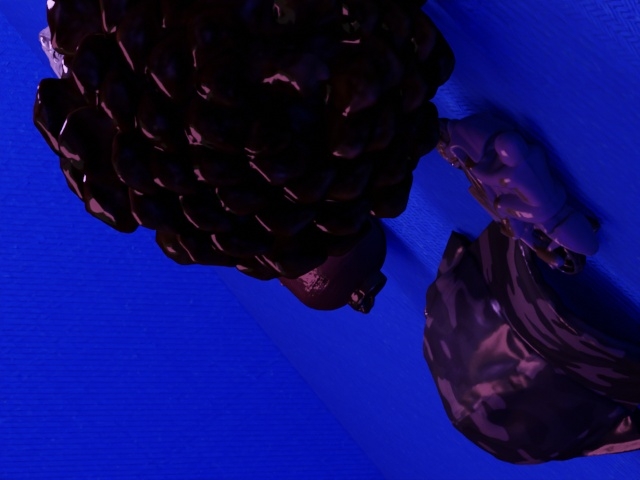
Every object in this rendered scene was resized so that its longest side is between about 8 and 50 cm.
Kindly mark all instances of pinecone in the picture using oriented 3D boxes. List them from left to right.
[{"bbox_3d":[-0.087,-0.166,1.401,0.398,0.398,0.397,44,168,12],"label":"pinecone"}]

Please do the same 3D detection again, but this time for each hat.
[{"bbox_3d":[0.241,0.148,1.752,0.366,0.257,0.382,42,-173,11],"label":"hat"}]

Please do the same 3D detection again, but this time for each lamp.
[{"bbox_3d":[0.000,0.000,2.177,0.258,0.180,0.180,43,168,11],"label":"lamp"}]

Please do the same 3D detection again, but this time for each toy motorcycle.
[{"bbox_3d":[0.201,-0.060,1.493,0.225,0.073,0.152,46,166,9],"label":"toy motorcycle"}]

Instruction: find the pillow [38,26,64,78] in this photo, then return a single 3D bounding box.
[{"bbox_3d":[-0.277,-0.251,2.200,0.283,0.138,0.310,14,-169,-33],"label":"pillow"}]
